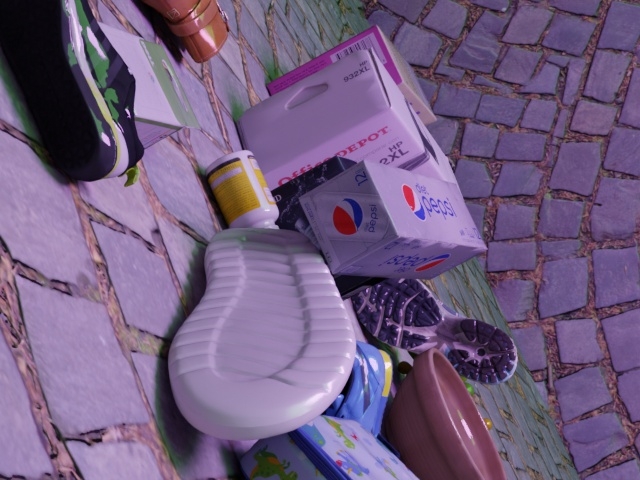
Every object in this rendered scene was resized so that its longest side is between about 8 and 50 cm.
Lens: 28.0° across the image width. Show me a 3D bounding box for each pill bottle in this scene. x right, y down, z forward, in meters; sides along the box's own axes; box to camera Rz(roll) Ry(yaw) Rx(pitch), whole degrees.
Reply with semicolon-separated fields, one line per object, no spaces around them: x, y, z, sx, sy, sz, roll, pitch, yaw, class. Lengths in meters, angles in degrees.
-0.089;-0.044;1.543;0.116;0.065;0.065;65;12;13;pill bottle

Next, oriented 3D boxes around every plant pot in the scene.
0.163;0.277;1.786;0.237;0.109;0.237;59;12;-20;plant pot

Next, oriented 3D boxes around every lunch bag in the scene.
0.035;0.250;1.235;0.176;0.090;0.219;45;7;28;lunch bag

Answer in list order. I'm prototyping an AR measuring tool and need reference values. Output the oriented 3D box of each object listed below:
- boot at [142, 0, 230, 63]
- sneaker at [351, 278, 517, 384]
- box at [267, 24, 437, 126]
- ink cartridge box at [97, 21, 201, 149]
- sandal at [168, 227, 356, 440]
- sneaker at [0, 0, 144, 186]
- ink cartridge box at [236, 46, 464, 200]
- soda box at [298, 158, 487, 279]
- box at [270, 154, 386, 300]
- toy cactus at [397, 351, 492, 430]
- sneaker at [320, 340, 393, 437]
-0.188;-0.379;1.741;0.220;0.109;0.283;55;16;-25;boot
0.170;0.143;1.961;0.283;0.110;0.122;32;-7;19;sneaker
0.059;-0.239;2.214;0.117;0.213;0.243;67;13;17;box
-0.201;-0.155;1.323;0.109;0.062;0.209;64;12;4;ink cartridge box
-0.050;0.101;1.264;0.416;0.169;0.102;-84;176;-67;sandal
-0.224;-0.158;1.176;0.097;0.084;0.235;-9;82;-61;sneaker
0.052;-0.106;1.881;0.307;0.223;0.129;47;20;-50;ink cartridge box
0.090;-0.018;1.470;0.286;0.091;0.098;5;57;-64;soda box
0.000;0.000;1.600;0.158;0.156;0.093;64;14;9;box
0.182;0.255;2.002;0.180;0.112;0.219;-20;85;-59;toy cactus
0.026;0.212;1.388;0.082;0.069;0.209;15;75;-43;sneaker
